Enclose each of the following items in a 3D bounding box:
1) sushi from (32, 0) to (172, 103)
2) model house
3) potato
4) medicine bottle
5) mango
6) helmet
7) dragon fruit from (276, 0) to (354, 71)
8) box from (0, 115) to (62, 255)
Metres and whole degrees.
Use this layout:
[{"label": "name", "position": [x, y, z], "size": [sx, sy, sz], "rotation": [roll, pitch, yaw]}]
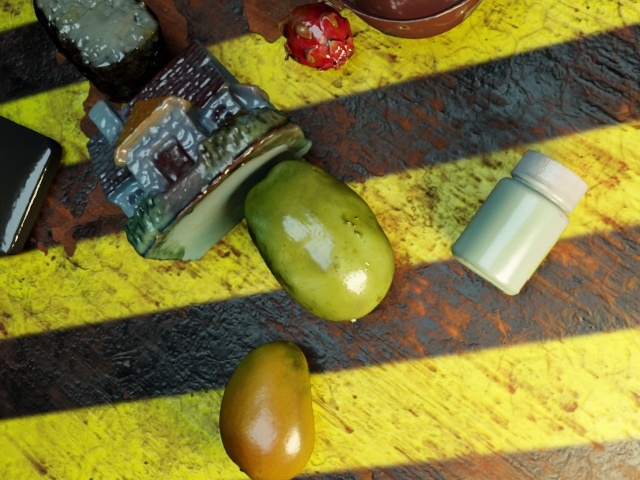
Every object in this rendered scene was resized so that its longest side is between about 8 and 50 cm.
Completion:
[{"label": "sushi", "position": [-0.425, -0.412, 1.527], "size": [0.196, 0.182, 0.343], "rotation": [-45, 66, -7]}, {"label": "model house", "position": [-0.255, -0.198, 1.383], "size": [0.360, 0.297, 0.339], "rotation": [-42, 78, 10]}, {"label": "potato", "position": [-0.002, 0.002, 1.332], "size": [0.304, 0.216, 0.216], "rotation": [44, 97, 5]}, {"label": "medicine bottle", "position": [0.339, -0.030, 1.274], "size": [0.139, 0.139, 0.225], "rotation": [36, 95, 18]}, {"label": "mango", "position": [-0.100, 0.316, 1.372], "size": [0.176, 0.139, 0.254], "rotation": [-6, 73, 3]}, {"label": "helmet", "position": [0.182, -0.512, 1.333], "size": [0.338, 0.230, 0.384], "rotation": [30, 84, 17]}, {"label": "dragon fruit", "position": [-0.008, -0.396, 1.431], "size": [0.166, 0.136, 0.133], "rotation": [35, 120, 38]}, {"label": "box", "position": [-0.734, -0.136, 1.650], "size": [0.290, 0.073, 0.288], "rotation": [23, 90, 18]}]
